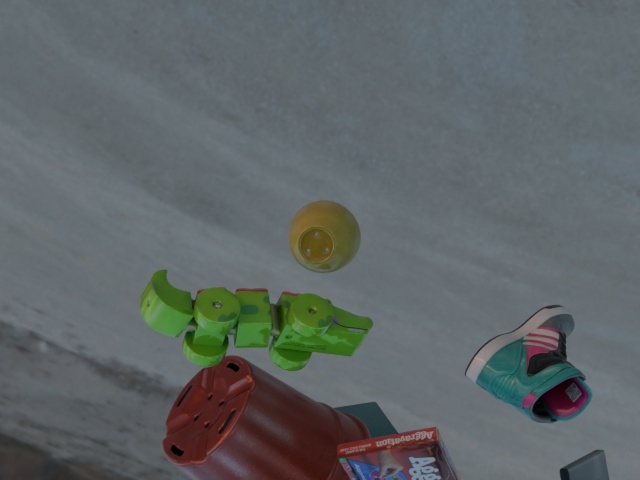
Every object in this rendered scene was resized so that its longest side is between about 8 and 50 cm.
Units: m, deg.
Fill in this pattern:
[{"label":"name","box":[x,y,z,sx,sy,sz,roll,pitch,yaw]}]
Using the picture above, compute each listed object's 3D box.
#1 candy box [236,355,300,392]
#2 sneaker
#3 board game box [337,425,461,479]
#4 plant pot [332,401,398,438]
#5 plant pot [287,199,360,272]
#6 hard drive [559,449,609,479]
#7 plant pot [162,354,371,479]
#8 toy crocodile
[{"label":"candy box","box":[-0.143,0.303,1.906,0.187,0.109,0.053,24,122,37]},{"label":"sneaker","box":[0.405,0.221,1.673,0.178,0.295,0.123,40,131,28]},{"label":"board game box","box":[0.137,0.372,1.415,0.145,0.027,0.281,-15,133,13]},{"label":"plant pot","box":[0.100,0.507,2.156,0.166,0.165,0.234,-2,-150,-32]},{"label":"plant pot","box":[0.000,0.000,1.705,0.134,0.134,0.095,19,-169,5]},{"label":"hard drive","box":[0.485,0.446,1.754,0.022,0.094,0.135,-11,178,44]},{"label":"plant pot","box":[-0.101,0.342,1.593,0.265,0.272,0.272,41,152,-29]},{"label":"toy crocodile","box":[-0.091,0.114,1.396,0.341,0.105,0.115,6,138,-15]}]
